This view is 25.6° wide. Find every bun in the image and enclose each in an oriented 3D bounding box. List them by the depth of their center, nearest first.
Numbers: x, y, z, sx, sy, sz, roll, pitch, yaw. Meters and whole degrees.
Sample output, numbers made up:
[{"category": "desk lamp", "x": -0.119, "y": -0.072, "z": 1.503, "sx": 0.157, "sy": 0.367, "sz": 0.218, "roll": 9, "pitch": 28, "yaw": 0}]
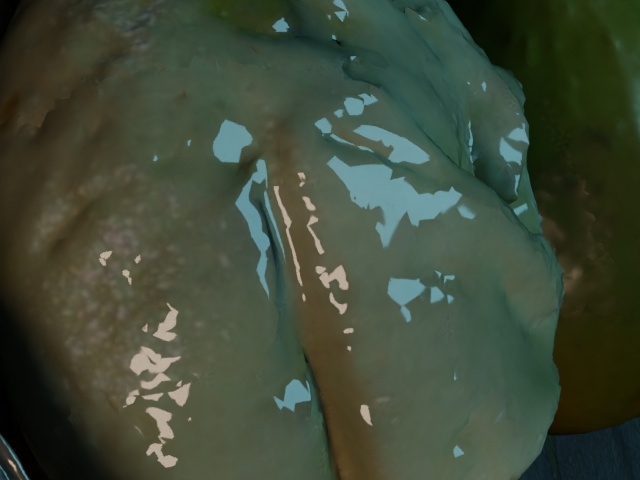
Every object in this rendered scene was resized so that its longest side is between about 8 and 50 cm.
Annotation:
[{"category": "bun", "x": 0.000, "y": 0.000, "z": 0.692, "sx": 0.365, "sy": 0.219, "sz": 0.365, "roll": 47, "pitch": 34, "yaw": -47}]

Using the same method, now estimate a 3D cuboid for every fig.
[{"category": "fig", "x": 0.165, "y": -0.044, "z": 0.974, "sx": 0.343, "sy": 0.343, "sz": 0.343, "roll": -13, "pitch": 90, "yaw": -69}]

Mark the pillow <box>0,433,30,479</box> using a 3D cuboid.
[{"category": "pillow", "x": -0.098, "y": 0.167, "z": 0.460, "sx": 0.232, "sy": 0.038, "sz": 0.131, "roll": 51, "pitch": 51, "yaw": -5}]
